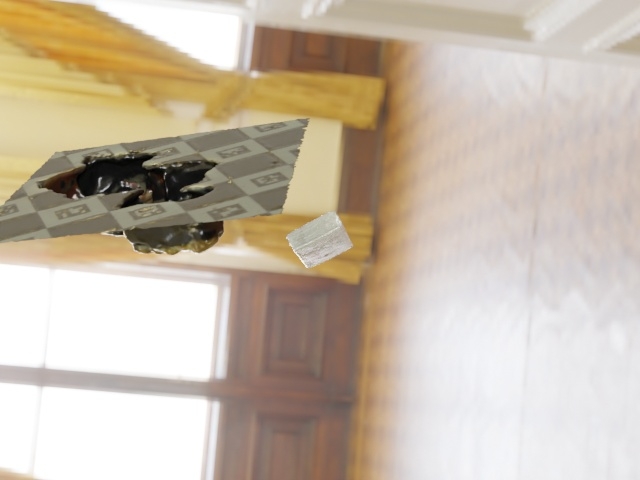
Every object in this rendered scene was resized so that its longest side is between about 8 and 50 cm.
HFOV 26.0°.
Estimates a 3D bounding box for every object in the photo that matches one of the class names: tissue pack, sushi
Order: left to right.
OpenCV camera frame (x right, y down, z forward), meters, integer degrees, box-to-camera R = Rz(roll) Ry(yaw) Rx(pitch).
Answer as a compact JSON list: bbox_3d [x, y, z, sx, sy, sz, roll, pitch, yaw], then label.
[{"bbox_3d":[-0.152,-0.034,1.319,0.294,0.292,0.059,-70,-28,-68],"label":"sushi"},{"bbox_3d":[0.000,0.000,1.384,0.023,0.056,0.108,63,180,13],"label":"tissue pack"}]
